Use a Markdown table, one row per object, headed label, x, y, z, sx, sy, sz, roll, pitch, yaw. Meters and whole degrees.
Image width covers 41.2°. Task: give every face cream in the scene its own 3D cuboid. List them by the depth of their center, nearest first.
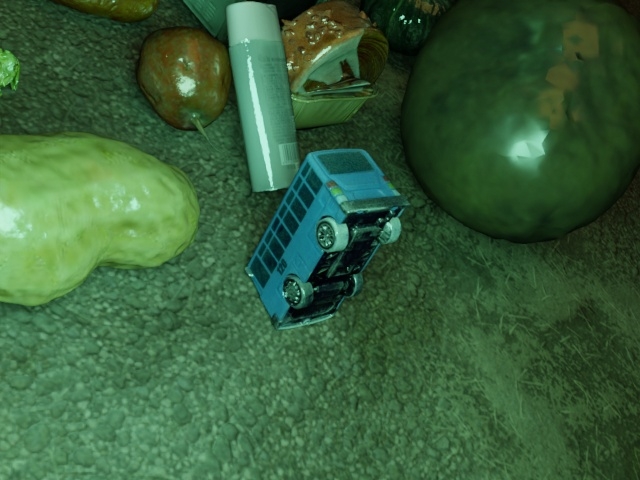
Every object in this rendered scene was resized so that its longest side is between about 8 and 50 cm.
| label | x | y | z | sx | sy | sz | roll | pitch | yaw |
| --- | --- | --- | --- | --- | --- | --- | --- | --- | --- |
| face cream | -0.080 | -0.208 | 1.242 | 0.107 | 0.073 | 0.269 | -24 | 107 | -66 |

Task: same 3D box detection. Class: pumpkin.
| label | x | y | z | sx | sy | sz | roll | pitch | yaw |
| --- | --- | --- | --- | --- | --- | --- | --- | --- | --- |
| pumpkin | 0.181 | -0.451 | 1.676 | 0.211 | 0.152 | 0.212 | 6 | 60 | -11 |

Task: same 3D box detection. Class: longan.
| label | x | y | z | sx | sy | sz | roll | pitch | yaw |
| --- | --- | --- | --- | --- | --- | --- | --- | --- | --- |
| longan | 0.331 | -0.208 | 1.397 | 0.404 | 0.404 | 0.436 | 19 | 80 | -21 |

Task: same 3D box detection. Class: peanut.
| label | x | y | z | sx | sy | sz | roll | pitch | yaw |
| --- | --- | --- | --- | --- | --- | --- | --- | --- | --- |
| peanut | -0.304 | -0.028 | 0.968 | 0.387 | 0.169 | 0.192 | -9 | 67 | -40 |

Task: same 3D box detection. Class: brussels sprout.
| label | x | y | z | sx | sy | sz | roll | pitch | yaw |
| --- | --- | --- | --- | --- | --- | --- | --- | --- | --- |
| brussels sprout | -0.441 | -0.220 | 1.118 | 0.085 | 0.058 | 0.085 | 26 | 59 | -54 |

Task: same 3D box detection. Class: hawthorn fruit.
| label | x | y | z | sx | sy | sz | roll | pitch | yaw |
| --- | --- | --- | --- | --- | --- | --- | --- | --- | --- |
| hawthorn fruit | -0.202 | -0.223 | 1.231 | 0.149 | 0.149 | 0.189 | 22 | 60 | -19 |

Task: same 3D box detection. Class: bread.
| label | x | y | z | sx | sy | sz | roll | pitch | yaw |
| --- | --- | --- | --- | --- | --- | --- | --- | --- | --- |
| bread | 0.010 | -0.273 | 1.363 | 0.224 | 0.212 | 0.142 | -15 | 61 | -43 |

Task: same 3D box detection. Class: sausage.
| label | x | y | z | sx | sy | sz | roll | pitch | yaw |
| --- | --- | --- | --- | --- | --- | --- | --- | --- | --- |
| sausage | -0.392 | -0.405 | 1.287 | 0.302 | 0.076 | 0.103 | 22 | 46 | -18 |

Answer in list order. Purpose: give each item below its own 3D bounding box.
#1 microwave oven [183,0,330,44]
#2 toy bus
| label | x | y | z | sx | sy | sz | roll | pitch | yaw |
| --- | --- | --- | --- | --- | --- | --- | --- | --- | --- |
| microwave oven | -0.104 | -0.480 | 1.475 | 0.237 | 0.181 | 0.295 | 49 | 43 | 13 |
| toy bus | 0.000 | 0.000 | 1.117 | 0.116 | 0.234 | 0.133 | -9 | 54 | -40 |
